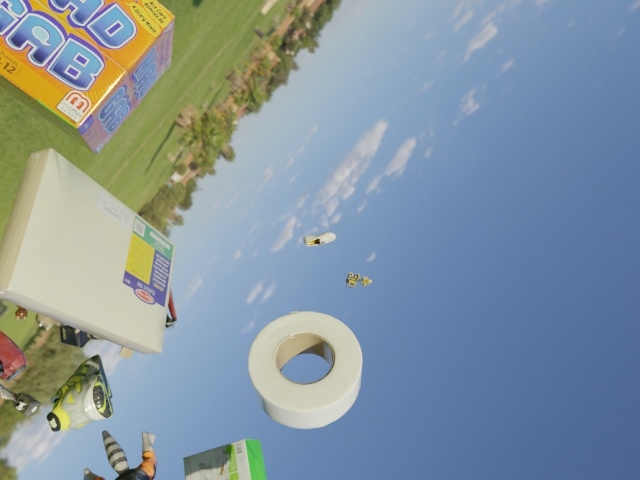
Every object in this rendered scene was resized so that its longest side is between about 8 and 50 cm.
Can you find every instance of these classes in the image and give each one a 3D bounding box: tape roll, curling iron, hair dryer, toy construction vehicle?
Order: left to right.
[{"bbox_3d":[-0.724,0.243,1.104,0.294,0.223,0.080,29,-125,32],"label":"hair dryer"},{"bbox_3d":[-0.526,0.176,1.674,0.035,0.068,0.273,117,-36,-44],"label":"curling iron"},{"bbox_3d":[-0.037,0.319,1.264,0.100,0.286,0.286,88,20,-45],"label":"tape roll"},{"bbox_3d":[0.138,0.147,1.891,0.086,0.098,0.035,124,-28,-55],"label":"toy construction vehicle"}]

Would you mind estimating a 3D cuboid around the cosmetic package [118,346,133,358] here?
[{"bbox_3d":[-0.639,0.338,1.696,0.115,0.041,0.060,-58,-161,22],"label":"cosmetic package"}]

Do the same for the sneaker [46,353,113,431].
[{"bbox_3d":[-0.675,0.421,1.403,0.147,0.145,0.385,-19,-177,-21],"label":"sneaker"}]

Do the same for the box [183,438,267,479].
[{"bbox_3d":[-0.295,0.793,1.580,0.231,0.127,0.261,-22,-118,11],"label":"box"}]

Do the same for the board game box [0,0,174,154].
[{"bbox_3d":[-0.628,-0.490,1.263,0.356,0.357,0.356,-55,-165,-11],"label":"board game box"}]

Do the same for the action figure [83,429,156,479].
[{"bbox_3d":[-0.512,0.633,1.216,0.342,0.178,0.330,-18,-159,-27],"label":"action figure"}]

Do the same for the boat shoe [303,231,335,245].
[{"bbox_3d":[0.000,0.000,1.509,0.035,0.100,0.035,-114,-157,-53],"label":"boat shoe"}]

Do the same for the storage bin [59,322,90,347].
[{"bbox_3d":[-0.959,0.331,2.020,0.180,0.085,0.122,-68,169,-62],"label":"storage bin"}]

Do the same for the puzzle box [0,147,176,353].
[{"bbox_3d":[-0.432,0.047,0.991,0.052,0.409,0.271,-9,-119,15],"label":"puzzle box"}]

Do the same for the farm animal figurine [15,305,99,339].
[{"bbox_3d":[-0.839,0.216,1.652,0.327,0.330,0.172,-45,-143,28],"label":"farm animal figurine"}]
